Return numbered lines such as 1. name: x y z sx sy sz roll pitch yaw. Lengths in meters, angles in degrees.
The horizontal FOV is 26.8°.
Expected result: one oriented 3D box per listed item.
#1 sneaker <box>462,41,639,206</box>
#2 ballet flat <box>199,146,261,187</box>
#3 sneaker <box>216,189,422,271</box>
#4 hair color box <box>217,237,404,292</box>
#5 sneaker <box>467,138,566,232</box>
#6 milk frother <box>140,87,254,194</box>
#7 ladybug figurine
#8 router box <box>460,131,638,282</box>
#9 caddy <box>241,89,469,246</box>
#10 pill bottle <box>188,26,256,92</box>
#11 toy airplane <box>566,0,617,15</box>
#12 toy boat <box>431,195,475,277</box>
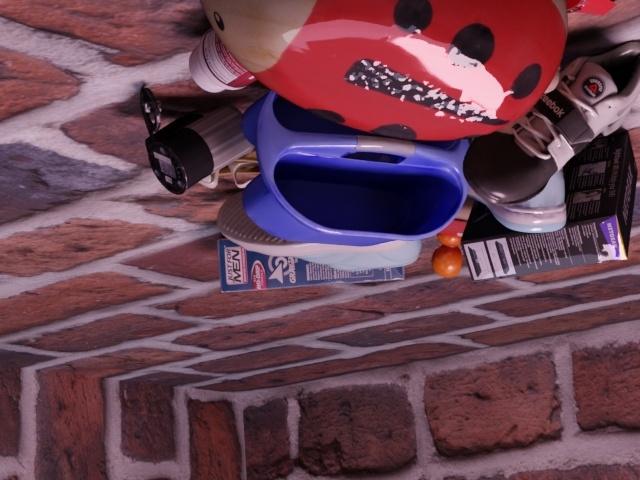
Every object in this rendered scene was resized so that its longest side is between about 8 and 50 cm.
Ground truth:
1. sneaker: 0.322 -0.173 1.807 0.330 0.122 0.146 -38 166 -29
2. ballet flat: -0.150 -0.118 2.116 0.232 0.073 0.080 -6 164 7
3. sneaker: 0.000 0.000 2.325 0.366 0.135 0.150 7 148 23
4. hair color box: -0.020 0.034 2.589 0.347 0.105 0.174 -4 180 -2
5. sneaker: 0.287 -0.156 2.032 0.127 0.208 0.319 -6 -158 -18
6. milk frother: -0.183 -0.164 1.915 0.135 0.129 0.143 -35 150 -32
7. ladybug figurine: 0.079 -0.227 1.446 0.449 0.162 0.305 14 141 -23
8. router box: 0.370 -0.056 2.139 0.243 0.081 0.309 -10 -155 22
9. caddy: 0.049 -0.117 1.868 0.341 0.241 0.179 4 169 -29
10. pill bottle: -0.096 -0.238 1.663 0.086 0.086 0.152 7 162 -37
11. toy airplane: 0.296 -0.290 1.686 0.151 0.028 0.151 -3 164 -1
12. toy boat: 0.232 -0.008 2.368 0.231 0.151 0.151 8 -168 18
